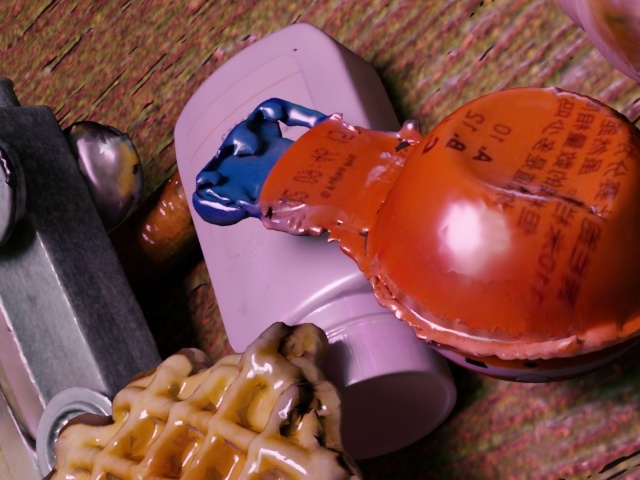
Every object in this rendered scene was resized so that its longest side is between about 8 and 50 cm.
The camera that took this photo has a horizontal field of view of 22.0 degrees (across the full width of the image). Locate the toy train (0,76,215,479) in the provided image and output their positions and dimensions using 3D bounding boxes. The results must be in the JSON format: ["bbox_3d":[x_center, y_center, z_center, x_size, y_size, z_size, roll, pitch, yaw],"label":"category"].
[{"bbox_3d":[-0.222,0.083,1.246,0.253,0.160,0.397,-33,77,34],"label":"toy train"}]

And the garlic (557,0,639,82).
[{"bbox_3d":[0.225,-0.232,0.885,0.322,0.241,0.322,-20,62,41],"label":"garlic"}]

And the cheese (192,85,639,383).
[{"bbox_3d":[0.083,-0.017,0.987,0.329,0.129,0.217,15,45,23],"label":"cheese"}]

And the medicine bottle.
[{"bbox_3d":[0.000,0.000,1.138,0.161,0.111,0.296,-38,49,22],"label":"medicine bottle"}]

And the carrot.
[{"bbox_3d":[-0.162,0.021,1.326,0.260,0.070,0.070,-40,50,29],"label":"carrot"}]

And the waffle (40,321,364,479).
[{"bbox_3d":[-0.091,0.196,0.974,0.297,0.073,0.317,-32,38,21],"label":"waffle"}]
